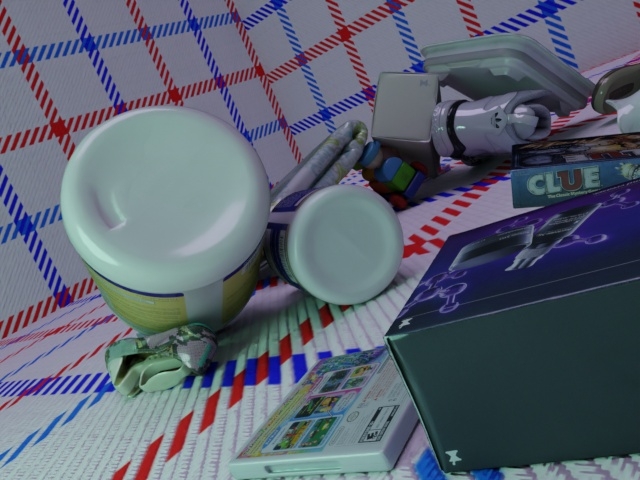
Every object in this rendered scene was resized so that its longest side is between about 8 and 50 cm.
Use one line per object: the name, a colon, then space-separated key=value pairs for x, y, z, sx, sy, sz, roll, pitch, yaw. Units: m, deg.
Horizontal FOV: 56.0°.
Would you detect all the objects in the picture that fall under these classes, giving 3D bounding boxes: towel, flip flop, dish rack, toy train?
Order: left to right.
towel: x=-0.073 y=-0.065 z=1.259 sx=0.320 sy=0.090 sz=0.374 roll=-32 pitch=17 yaw=53
toy train: x=0.117 y=-0.147 z=1.339 sx=0.105 sy=0.143 sz=0.248 roll=-57 pitch=17 yaw=-10
dish rack: x=0.399 y=-0.339 z=1.304 sx=0.333 sy=0.072 sz=0.285 roll=16 pitch=-1 yaw=-38
flip flop: x=0.662 y=-0.319 z=1.181 sx=0.277 sy=0.112 sz=0.080 roll=-24 pitch=35 yaw=-11

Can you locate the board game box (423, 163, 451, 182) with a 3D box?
board game box: x=0.270 y=-0.180 z=1.569 sx=0.133 sy=0.033 sz=0.169 roll=-22 pitch=9 yaw=15

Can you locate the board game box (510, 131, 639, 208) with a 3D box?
board game box: x=0.329 y=-0.082 z=0.637 sx=0.243 sy=0.042 sz=0.165 roll=-4 pitch=16 yaw=19

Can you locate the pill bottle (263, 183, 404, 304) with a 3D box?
pill bottle: x=0.000 y=0.000 z=0.861 sx=0.153 sy=0.153 sz=0.264 roll=-26 pitch=10 yaw=-13

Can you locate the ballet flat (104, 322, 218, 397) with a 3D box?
ballet flat: x=-0.227 y=0.166 z=0.798 sx=0.221 sy=0.077 sz=0.079 roll=-18 pitch=37 yaw=34

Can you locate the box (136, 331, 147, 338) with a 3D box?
box: x=-0.221 y=0.124 z=1.083 sx=0.145 sy=0.038 sz=0.186 roll=-20 pitch=11 yaw=19

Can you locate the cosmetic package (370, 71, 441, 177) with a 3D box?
cosmetic package: x=0.205 y=-0.253 z=1.369 sx=0.129 sy=0.153 sz=0.296 roll=8 pitch=-8 yaw=14

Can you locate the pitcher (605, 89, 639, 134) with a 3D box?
pitcher: x=0.500 y=-0.184 z=0.801 sx=0.207 sy=0.125 sz=0.178 roll=-30 pitch=24 yaw=37

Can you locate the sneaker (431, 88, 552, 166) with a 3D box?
sneaker: x=0.389 y=-0.231 z=1.272 sx=0.210 sy=0.137 sz=0.366 roll=1 pitch=5 yaw=31

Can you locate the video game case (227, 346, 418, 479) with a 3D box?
video game case: x=0.022 y=0.132 z=0.486 sx=0.143 sy=0.019 sz=0.157 roll=-19 pitch=12 yaw=34

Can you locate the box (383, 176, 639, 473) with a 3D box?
box: x=0.195 y=0.031 z=0.365 sx=0.261 sy=0.103 sz=0.184 roll=-19 pitch=13 yaw=29

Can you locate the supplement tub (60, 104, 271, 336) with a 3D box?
supplement tub: x=-0.198 y=0.001 z=0.827 sx=0.241 sy=0.241 sz=0.331 roll=-28 pitch=-16 yaw=-20
